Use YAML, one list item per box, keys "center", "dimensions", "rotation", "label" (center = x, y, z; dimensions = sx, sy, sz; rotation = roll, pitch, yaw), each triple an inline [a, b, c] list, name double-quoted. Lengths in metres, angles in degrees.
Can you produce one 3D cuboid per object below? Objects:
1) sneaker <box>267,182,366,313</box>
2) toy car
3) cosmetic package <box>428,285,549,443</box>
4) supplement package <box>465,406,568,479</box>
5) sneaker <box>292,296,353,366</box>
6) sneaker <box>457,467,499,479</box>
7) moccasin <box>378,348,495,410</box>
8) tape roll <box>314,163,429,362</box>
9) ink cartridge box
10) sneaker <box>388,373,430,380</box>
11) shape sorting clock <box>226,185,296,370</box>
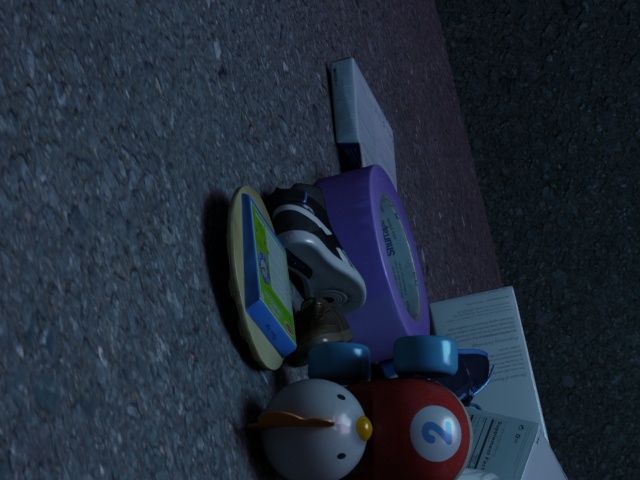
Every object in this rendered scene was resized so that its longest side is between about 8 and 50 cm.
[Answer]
- center: [0.000, 0.000, 1.954]
  dimensions: [0.217, 0.079, 0.121]
  rotation: [52, 27, -55]
  label: "sneaker"
- center: [0.028, 0.205, 1.638]
  dimensions: [0.238, 0.210, 0.219]
  rotation: [22, 65, -58]
  label: "toy car"
- center: [0.284, 0.283, 2.592]
  dimensions: [0.197, 0.155, 0.366]
  rotation: [83, -6, -77]
  label: "cosmetic package"
- center: [0.256, 0.398, 2.273]
  dimensions: [0.204, 0.145, 0.262]
  rotation: [-67, 149, -24]
  label: "supplement package"
- center: [-0.010, 0.106, 1.873]
  dimensions: [0.071, 0.066, 0.188]
  rotation: [59, 7, 6]
  label: "sneaker"
- center: [0.122, 0.297, 1.880]
  dimensions: [0.152, 0.114, 0.305]
  rotation: [31, -1, 27]
  label: "sneaker"
- center: [0.166, 0.230, 2.345]
  dimensions: [0.342, 0.137, 0.117]
  rotation: [1, 78, -62]
  label: "moccasin"
- center: [0.075, 0.034, 2.207]
  dimensions: [0.275, 0.090, 0.275]
  rotation: [-14, 90, -77]
  label: "tape roll"
- center: [0.075, -0.144, 2.495]
  dimensions: [0.223, 0.045, 0.224]
  rotation: [56, 24, -53]
  label: "ink cartridge box"
- center: [0.129, 0.336, 2.089]
  dimensions: [0.169, 0.108, 0.293]
  rotation: [55, 34, -59]
  label: "sneaker"
- center: [-0.070, 0.042, 1.706]
  dimensions: [0.206, 0.040, 0.206]
  rotation: [-13, 90, -80]
  label: "shape sorting clock"
